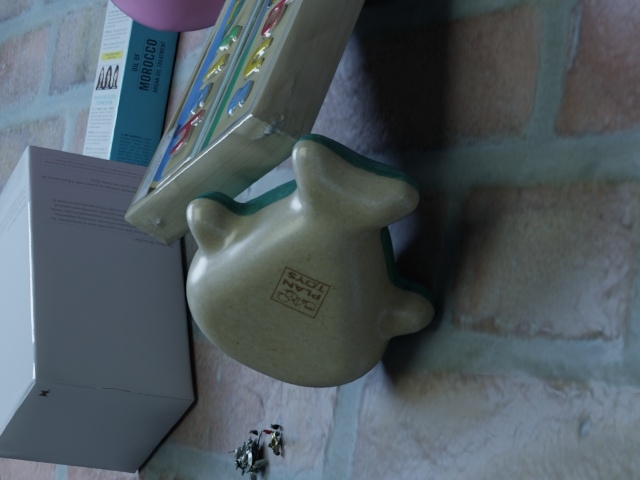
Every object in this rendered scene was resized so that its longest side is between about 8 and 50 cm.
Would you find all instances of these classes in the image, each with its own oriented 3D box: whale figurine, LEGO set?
[{"bbox_3d":[0.000,0.000,1.552,0.272,0.216,0.141,114,179,-50],"label":"whale figurine"},{"bbox_3d":[-0.065,0.196,1.797,0.083,0.023,0.054,-58,33,38],"label":"LEGO set"}]

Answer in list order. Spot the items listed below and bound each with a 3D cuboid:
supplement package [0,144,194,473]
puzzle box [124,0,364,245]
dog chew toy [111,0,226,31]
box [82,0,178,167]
[{"bbox_3d":[-0.256,0.076,2.064,0.175,0.177,0.293,-51,37,47],"label":"supplement package"},{"bbox_3d":[-0.028,-0.210,1.680,0.272,0.052,0.409,-33,31,56],"label":"puzzle box"},{"bbox_3d":[-0.217,-0.332,1.955,0.206,0.332,0.206,-35,49,55],"label":"dog chew toy"},{"bbox_3d":[-0.216,-0.190,2.216,0.100,0.060,0.244,7,87,65],"label":"box"}]
